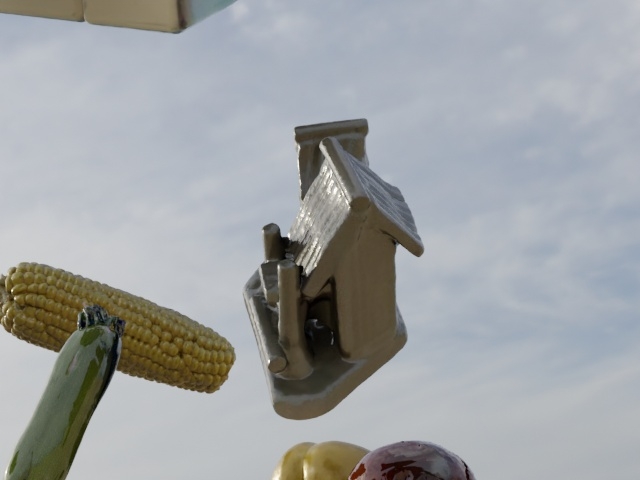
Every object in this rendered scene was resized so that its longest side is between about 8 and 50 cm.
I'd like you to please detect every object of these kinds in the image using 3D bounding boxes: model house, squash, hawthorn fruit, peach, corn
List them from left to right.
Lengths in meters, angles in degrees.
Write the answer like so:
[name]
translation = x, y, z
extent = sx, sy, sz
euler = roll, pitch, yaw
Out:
[squash]
translation = -0.204, 0.132, 1.133
extent = 0.052, 0.183, 0.052
euler = 17, -31, 10
[corn]
translation = -0.249, 0.104, 1.663
extent = 0.310, 0.101, 0.101
euler = 21, -30, -14
[model house]
translation = 0.007, 0.004, 1.094
extent = 0.122, 0.229, 0.188
euler = 0, -60, -9
[peach]
translation = 0.021, 0.299, 1.557
extent = 0.179, 0.179, 0.103
euler = -25, 10, 31
[hawthorn fruit]
translation = 0.094, 0.270, 1.426
extent = 0.148, 0.148, 0.172
euler = -15, 0, 10

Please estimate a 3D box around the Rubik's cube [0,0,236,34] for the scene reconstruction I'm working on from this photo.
[Rubik's cube]
translation = -0.186, -0.366, 1.247
extent = 0.292, 0.291, 0.290
euler = 8, 26, 24
